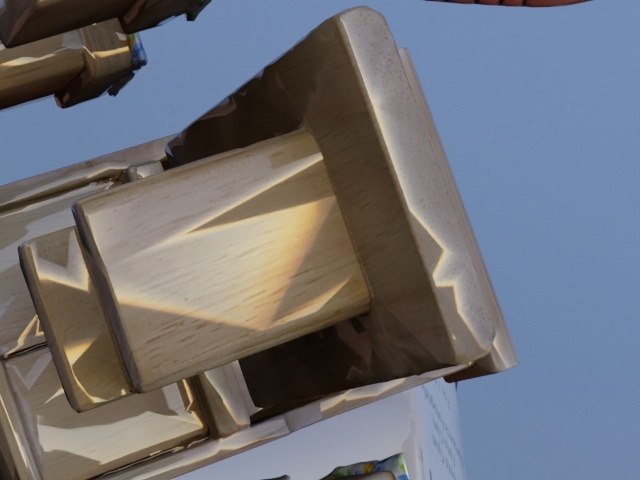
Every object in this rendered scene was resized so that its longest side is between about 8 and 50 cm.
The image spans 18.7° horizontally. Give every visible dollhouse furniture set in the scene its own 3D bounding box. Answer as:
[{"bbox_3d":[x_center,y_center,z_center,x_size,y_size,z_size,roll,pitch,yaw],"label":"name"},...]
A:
[{"bbox_3d":[0.000,0.000,0.505,0.212,0.161,0.242,71,-21,2],"label":"dollhouse furniture set"}]

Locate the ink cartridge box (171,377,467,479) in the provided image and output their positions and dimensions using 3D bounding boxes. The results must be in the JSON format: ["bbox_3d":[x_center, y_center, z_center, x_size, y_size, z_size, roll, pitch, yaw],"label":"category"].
[{"bbox_3d":[-0.093,0.167,0.743,0.308,0.385,0.091,-15,-42,13],"label":"ink cartridge box"}]

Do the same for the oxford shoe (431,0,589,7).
[{"bbox_3d":[-0.036,-0.172,0.676,0.348,0.123,0.130,23,11,11],"label":"oxford shoe"}]

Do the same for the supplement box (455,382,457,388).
[{"bbox_3d":[-0.001,0.176,1.149,0.073,0.239,0.130,9,-2,-44],"label":"supplement box"}]
